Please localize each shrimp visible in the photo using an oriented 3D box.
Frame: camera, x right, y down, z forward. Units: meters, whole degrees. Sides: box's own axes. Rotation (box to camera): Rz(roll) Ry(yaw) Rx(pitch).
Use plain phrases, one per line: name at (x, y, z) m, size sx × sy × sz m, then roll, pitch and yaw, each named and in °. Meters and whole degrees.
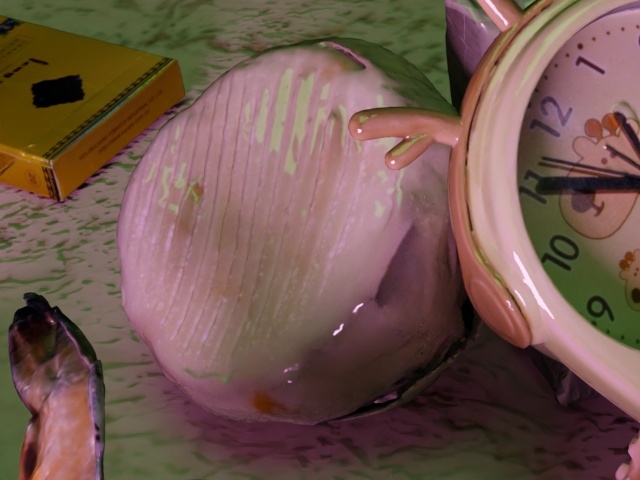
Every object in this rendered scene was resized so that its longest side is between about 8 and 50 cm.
shrimp at (-0.175, 0.122, 0.839) m, size 0.071 × 0.233 × 0.365 m, roll 27°, pitch 16°, yaw -26°

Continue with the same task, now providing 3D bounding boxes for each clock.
clock at (0.168, -0.033, 0.864) m, size 0.235 × 0.308 × 0.096 m, roll -62°, pitch 12°, yaw -10°

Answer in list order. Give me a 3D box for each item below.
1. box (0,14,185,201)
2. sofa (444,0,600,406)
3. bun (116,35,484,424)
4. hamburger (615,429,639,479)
box at (-0.261, -0.119, 1.289) m, size 0.279 × 0.041 × 0.153 m, roll 18°, pitch 43°, yaw 30°
sofa at (0.189, -0.052, 0.964) m, size 0.210 × 0.225 × 0.176 m, roll -13°, pitch 32°, yaw -10°
bun at (0.000, 0.000, 0.972) m, size 0.239 × 0.141 × 0.239 m, roll -12°, pitch 70°, yaw 34°
hamburger at (0.330, 0.122, 0.653) m, size 0.445 × 0.287 × 0.268 m, roll 15°, pitch 38°, yaw 14°
